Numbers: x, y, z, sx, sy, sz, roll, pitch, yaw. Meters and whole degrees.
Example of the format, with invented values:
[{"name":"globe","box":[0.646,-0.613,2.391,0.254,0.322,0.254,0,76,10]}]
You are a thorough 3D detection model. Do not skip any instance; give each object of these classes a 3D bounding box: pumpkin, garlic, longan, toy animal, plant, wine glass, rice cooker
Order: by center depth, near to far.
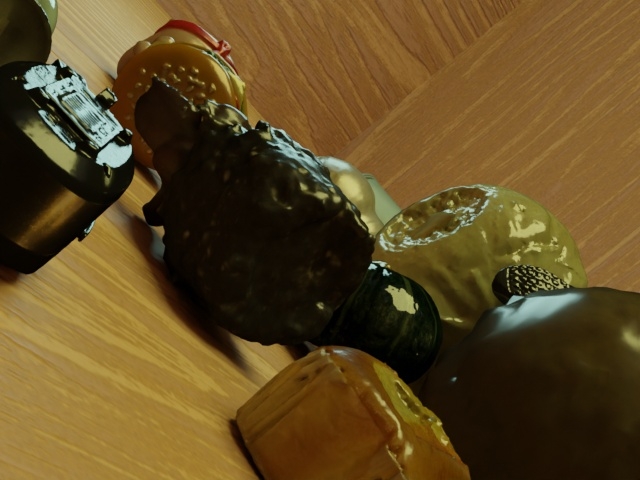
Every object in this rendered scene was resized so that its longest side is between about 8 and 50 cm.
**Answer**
[{"name":"rice cooker","box":[-0.177,-0.048,0.699,0.112,0.106,0.165,46,16,-10]},{"name":"wine glass","box":[-0.272,-0.197,0.981,0.093,0.093,0.202,49,5,-25]},{"name":"plant","box":[-0.069,-0.019,1.073,0.204,0.178,0.234,30,8,-45]},{"name":"longan","box":[0.322,0.253,1.282,0.436,0.404,0.404,26,15,-24]},{"name":"pumpkin","box":[0.045,0.095,1.371,0.211,0.152,0.211,17,-3,1]},{"name":"toy animal","box":[-0.193,-0.221,1.582,0.171,0.171,0.198,50,13,-17]},{"name":"garlic","box":[0.009,-0.014,1.688,0.281,0.184,0.203,51,-6,2]}]

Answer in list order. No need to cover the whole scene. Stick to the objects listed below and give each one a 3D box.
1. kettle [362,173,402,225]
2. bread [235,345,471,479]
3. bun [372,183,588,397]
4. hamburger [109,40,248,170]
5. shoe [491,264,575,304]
[{"name":"kettle","box":[0.111,0.076,1.864,0.318,0.205,0.265,50,7,20]},{"name":"bread","box":[0.040,0.177,0.957,0.152,0.119,0.288,57,7,21]},{"name":"bun","box":[0.219,0.107,1.563,0.364,0.364,0.202,48,-7,-28]},{"name":"hamburger","box":[-0.161,-0.150,1.309,0.162,0.162,0.115,51,9,-5]},{"name":"shoe","box":[0.297,0.094,1.448,0.194,0.077,0.074,16,46,-15]}]
